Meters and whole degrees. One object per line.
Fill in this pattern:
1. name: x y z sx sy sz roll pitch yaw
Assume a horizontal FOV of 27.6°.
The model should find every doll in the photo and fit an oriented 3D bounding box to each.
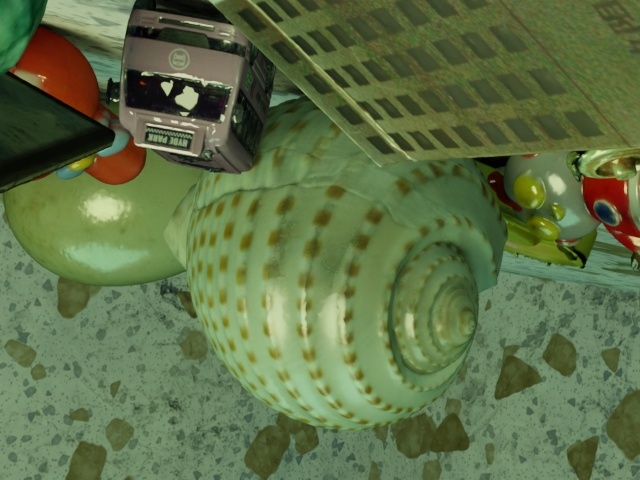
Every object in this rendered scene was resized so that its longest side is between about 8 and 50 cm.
1. doll: -0.265 -0.124 1.134 0.161 0.129 0.290 3 159 29
2. doll: 0.241 -0.042 1.148 0.245 0.076 0.142 8 132 44

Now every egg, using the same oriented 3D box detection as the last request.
1. egg: -0.219 -0.053 1.512 0.296 0.218 0.218 5 177 3

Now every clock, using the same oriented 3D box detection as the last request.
1. clock: 0.166 -0.057 1.413 0.277 0.071 0.293 20 173 45

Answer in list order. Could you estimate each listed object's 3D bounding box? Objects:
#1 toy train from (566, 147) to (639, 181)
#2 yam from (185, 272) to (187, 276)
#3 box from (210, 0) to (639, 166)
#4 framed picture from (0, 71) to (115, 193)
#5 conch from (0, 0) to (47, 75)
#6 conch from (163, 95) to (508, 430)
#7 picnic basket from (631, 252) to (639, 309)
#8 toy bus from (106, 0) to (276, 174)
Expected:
1. toy train: 0.161 -0.089 0.612 0.125 0.080 0.194 -16 161 17
2. yam: -0.029 -0.002 1.774 0.241 0.241 0.348 13 173 -31
3. box: 0.043 -0.102 0.453 0.180 0.047 0.325 42 166 -18
4. framed picture: -0.309 -0.121 0.753 0.347 0.016 0.265 30 -164 5
5. conch: -0.224 -0.124 0.619 0.202 0.196 0.134 -27 -130 -30
6. conch: 0.001 -0.004 1.127 0.319 0.303 0.215 24 165 15
7. picnic basket: 0.351 0.024 1.192 0.128 0.178 0.138 10 178 -21
8. toy bus: -0.092 -0.109 0.976 0.096 0.108 0.199 11 177 4
